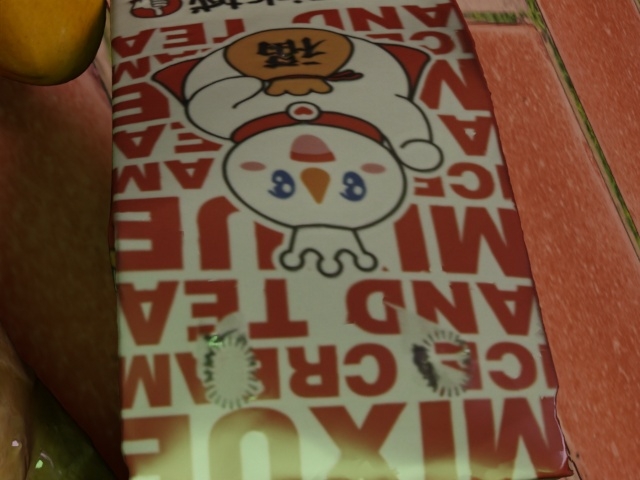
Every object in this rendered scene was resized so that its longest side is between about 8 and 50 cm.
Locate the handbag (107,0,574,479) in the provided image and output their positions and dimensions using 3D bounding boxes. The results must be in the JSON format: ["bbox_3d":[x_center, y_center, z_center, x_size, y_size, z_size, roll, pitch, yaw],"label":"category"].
[{"bbox_3d":[0.000,0.000,0.606,0.298,0.171,0.151,-104,-171,-56],"label":"handbag"}]

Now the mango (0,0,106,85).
[{"bbox_3d":[-0.168,-0.155,0.635,0.219,0.112,0.145,55,19,-38],"label":"mango"}]

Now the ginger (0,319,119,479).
[{"bbox_3d":[-0.160,0.016,0.546,0.148,0.081,0.333,-7,68,-58],"label":"ginger"}]
